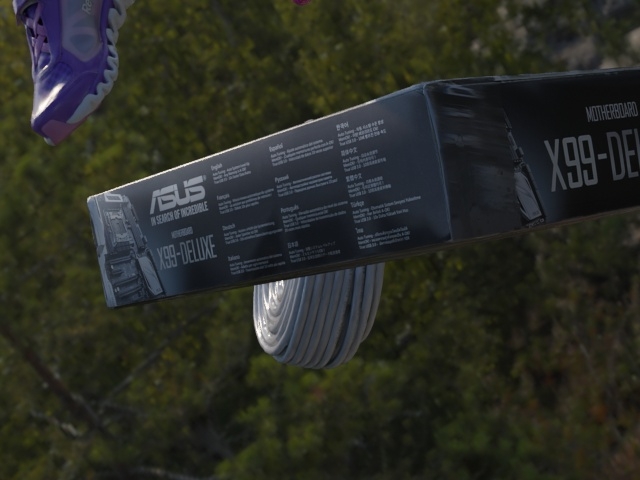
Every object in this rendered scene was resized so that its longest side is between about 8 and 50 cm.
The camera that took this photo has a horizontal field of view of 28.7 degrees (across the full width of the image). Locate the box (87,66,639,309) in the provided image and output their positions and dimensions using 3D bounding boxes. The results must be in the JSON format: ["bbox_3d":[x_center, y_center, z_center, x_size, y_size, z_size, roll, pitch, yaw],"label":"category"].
[{"bbox_3d":[0.046,-0.028,0.726,0.243,0.076,0.307,-10,-2,-39],"label":"box"}]

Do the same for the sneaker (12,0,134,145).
[{"bbox_3d":[-0.240,-0.194,1.151,0.095,0.105,0.236,-28,42,37],"label":"sneaker"}]

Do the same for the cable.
[{"bbox_3d":[0.000,0.000,1.252,0.089,0.257,0.257,8,15,-12],"label":"cable"}]

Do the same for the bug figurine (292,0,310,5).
[{"bbox_3d":[0.015,-0.421,1.712,0.279,0.072,0.216,-30,36,30],"label":"bug figurine"}]
